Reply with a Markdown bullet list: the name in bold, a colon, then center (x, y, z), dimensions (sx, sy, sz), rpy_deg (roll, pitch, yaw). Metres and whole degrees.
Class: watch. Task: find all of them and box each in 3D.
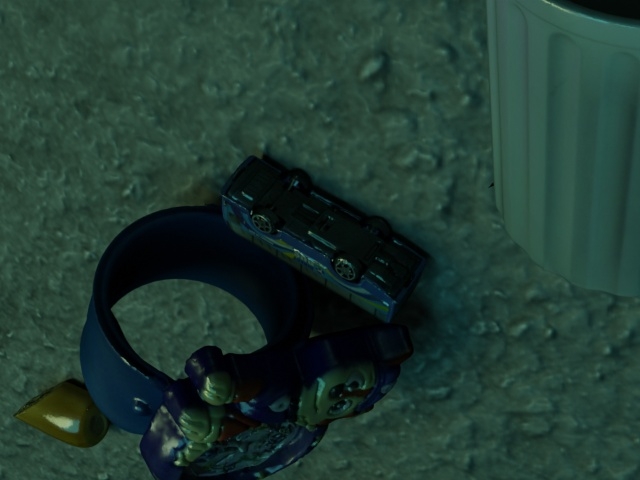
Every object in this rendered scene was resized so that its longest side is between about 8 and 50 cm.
- **watch**: center (-0.076, 0.073, 1.153), dimensions (0.200, 0.196, 0.171), rpy_deg (62, 143, 27)

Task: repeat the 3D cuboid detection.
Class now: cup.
- **cup**: center (0.161, -0.107, 0.793), dimensions (0.167, 0.221, 0.202), rpy_deg (-4, 138, 1)

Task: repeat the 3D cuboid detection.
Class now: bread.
- **bread**: center (-0.260, 0.166, 1.516), dimensions (0.103, 0.049, 0.062), rpy_deg (21, 140, 22)

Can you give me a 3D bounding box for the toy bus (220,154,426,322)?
- **toy bus**: center (0.000, 0.000, 1.107), dimensions (0.153, 0.051, 0.061), rpy_deg (30, 149, 13)
